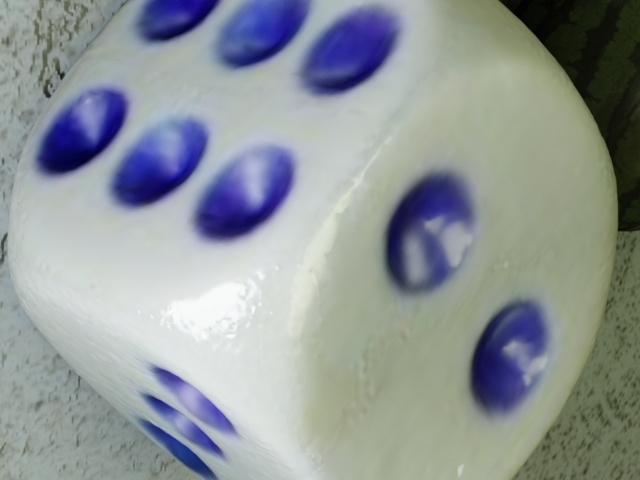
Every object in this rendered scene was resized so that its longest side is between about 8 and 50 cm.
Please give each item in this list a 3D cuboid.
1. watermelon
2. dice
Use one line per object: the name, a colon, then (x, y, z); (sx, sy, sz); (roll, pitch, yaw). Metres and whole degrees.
watermelon: (0.229, -0.114, 1.498); (0.212, 0.212, 0.212); (-21, 119, -43)
dice: (0.000, 0.000, 1.232); (0.304, 0.277, 0.304); (-52, 135, -17)
